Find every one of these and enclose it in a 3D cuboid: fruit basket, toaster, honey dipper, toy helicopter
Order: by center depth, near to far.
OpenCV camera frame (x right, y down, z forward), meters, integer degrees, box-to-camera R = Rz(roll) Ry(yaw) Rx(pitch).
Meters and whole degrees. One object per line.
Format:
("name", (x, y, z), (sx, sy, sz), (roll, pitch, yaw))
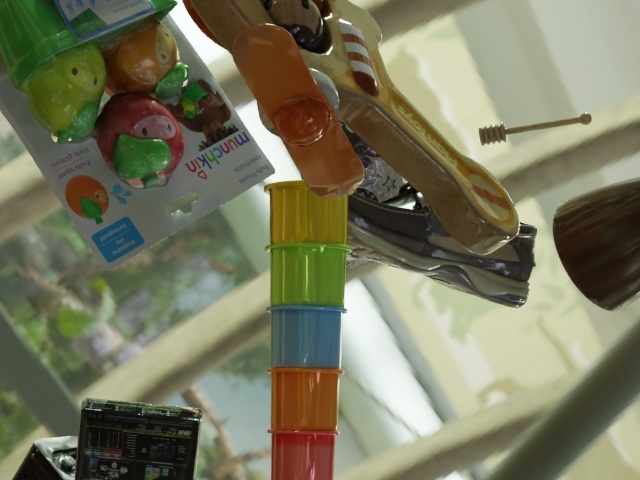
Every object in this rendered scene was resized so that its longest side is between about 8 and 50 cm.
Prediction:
("toy helicopter", (0.029, -0.112, 1.162), (0.355, 0.140, 0.235), (43, 27, -13))
("toaster", (-0.303, 0.352, 1.756), (0.168, 0.186, 0.110), (44, 25, 26))
("fruit basket", (-0.240, -0.177, 1.782), (0.353, 0.327, 0.165), (53, -45, 4))
("honey dipper", (0.307, -0.163, 2.084), (0.030, 0.160, 0.030), (-10, 90, -78))

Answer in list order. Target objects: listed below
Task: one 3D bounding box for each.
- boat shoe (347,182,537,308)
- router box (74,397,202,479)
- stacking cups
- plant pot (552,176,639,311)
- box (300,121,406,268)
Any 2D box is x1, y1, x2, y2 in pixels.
("boat shoe", (0.130, -0.021, 1.794), (0.355, 0.130, 0.132), (21, -3, -40))
("router box", (-0.183, 0.212, 1.467), (0.038, 0.122, 0.092), (-103, -160, -77))
("stacking cups", (-0.011, 0.099, 1.475), (0.096, 0.096, 0.316), (124, -34, -79))
("plant pot", (0.547, -0.023, 2.454), (0.230, 0.215, 0.215), (-34, -88, 41))
("box", (0.045, -0.099, 2.045), (0.163, 0.142, 0.247), (61, 15, -79))
